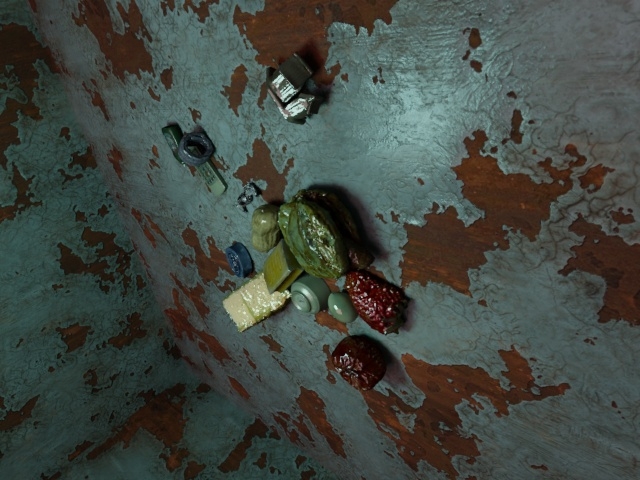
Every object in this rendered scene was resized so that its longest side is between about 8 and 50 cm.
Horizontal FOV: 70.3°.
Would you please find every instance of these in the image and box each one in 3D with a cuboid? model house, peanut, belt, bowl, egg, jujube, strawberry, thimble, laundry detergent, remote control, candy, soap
[{"bbox_3d":[-0.085,-0.514,1.525,0.188,0.122,0.229,-23,104,48],"label":"model house"},{"bbox_3d":[-0.239,-0.066,2.025,0.291,0.143,0.159,110,157,-54],"label":"peanut"},{"bbox_3d":[-0.434,0.110,2.411,0.141,0.082,0.190,18,129,45],"label":"belt"},{"bbox_3d":[-0.058,0.257,2.094,0.211,0.112,0.211,28,137,29],"label":"bowl"},{"bbox_3d":[0.096,0.283,1.941,0.152,0.114,0.114,47,143,7],"label":"egg"},{"bbox_3d":[0.170,0.526,1.988,0.232,0.213,0.213,43,142,8],"label":"jujube"},{"bbox_3d":[0.187,0.255,1.807,0.306,0.138,0.233,28,137,29],"label":"strawberry"},{"bbox_3d":[-0.583,-0.423,2.112,0.150,0.150,0.098,57,148,-3],"label":"thimble"},{"bbox_3d":[-0.728,-0.476,2.301,0.137,0.063,0.210,11,128,45],"label":"laundry detergent"},{"bbox_3d":[-0.561,-0.350,2.232,0.123,0.038,0.285,-26,98,52],"label":"remote control"},{"bbox_3d":[-0.346,-0.189,2.113,0.094,0.051,0.226,53,143,-2],"label":"candy"},{"bbox_3d":[-0.176,0.124,2.092,0.274,0.089,0.173,-49,50,52],"label":"soap"}]

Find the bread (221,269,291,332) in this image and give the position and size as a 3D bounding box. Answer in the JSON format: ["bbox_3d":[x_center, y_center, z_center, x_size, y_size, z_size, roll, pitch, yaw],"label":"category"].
[{"bbox_3d":[-0.330,0.312,2.313,0.248,0.279,0.315,55,156,11],"label":"bread"}]

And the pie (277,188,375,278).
[{"bbox_3d":[-0.018,-0.007,1.796,0.395,0.180,0.418,59,150,-8],"label":"pie"}]
